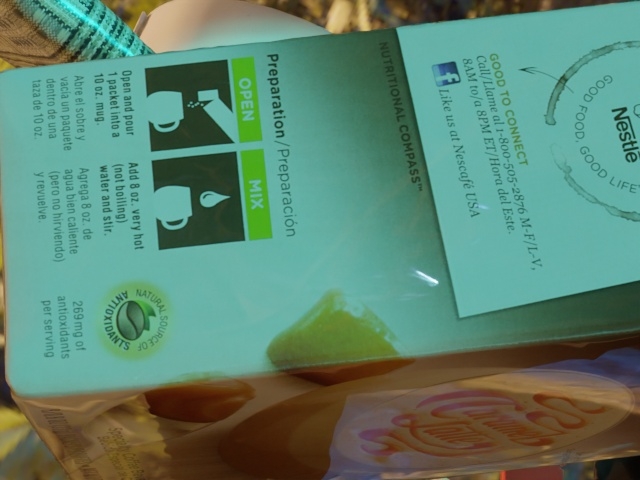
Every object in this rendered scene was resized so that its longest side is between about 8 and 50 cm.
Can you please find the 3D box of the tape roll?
[{"bbox_3d":[-0.057,-0.104,1.508,0.286,0.100,0.286,18,-21,7],"label":"tape roll"}]

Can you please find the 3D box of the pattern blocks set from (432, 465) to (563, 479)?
[{"bbox_3d":[0.023,0.236,1.053,0.324,0.285,0.026,-2,0,-6],"label":"pattern blocks set"}]

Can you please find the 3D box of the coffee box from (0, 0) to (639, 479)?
[{"bbox_3d":[0.040,0.008,0.489,0.246,0.098,0.141,-7,-22,0],"label":"coffee box"}]

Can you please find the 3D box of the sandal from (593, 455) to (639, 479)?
[{"bbox_3d":[0.262,0.093,1.054,0.097,0.254,0.054,44,14,29],"label":"sandal"}]

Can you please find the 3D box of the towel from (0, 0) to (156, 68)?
[{"bbox_3d":[-0.109,-0.085,1.089,0.312,0.056,0.324,38,-6,-20],"label":"towel"}]
